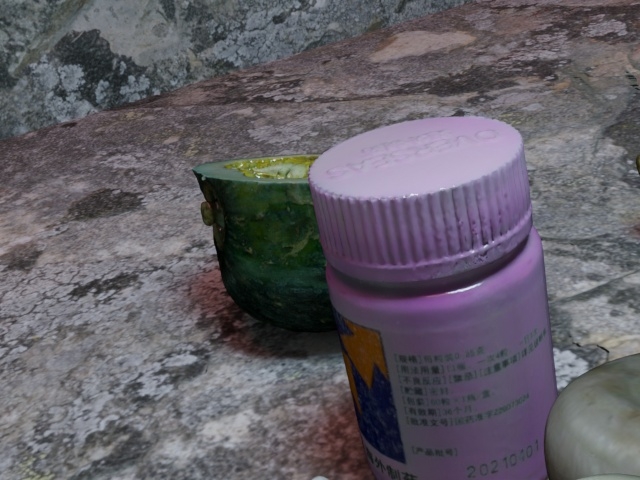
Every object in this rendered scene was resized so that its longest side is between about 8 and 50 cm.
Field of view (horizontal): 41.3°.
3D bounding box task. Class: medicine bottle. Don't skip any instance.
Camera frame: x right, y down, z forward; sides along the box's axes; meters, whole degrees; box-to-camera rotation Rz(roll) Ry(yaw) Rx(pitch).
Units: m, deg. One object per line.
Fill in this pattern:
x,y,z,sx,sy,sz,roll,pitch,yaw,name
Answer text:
0.099,0.060,0.706,0.178,0.291,0.178,-11,25,5,medicine bottle

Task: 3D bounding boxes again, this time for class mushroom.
0.277,0.113,0.567,0.243,0.243,0.243,-10,24,5,mushroom

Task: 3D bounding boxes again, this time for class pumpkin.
0.000,0.000,1.007,0.263,0.197,0.293,-11,15,-20,pumpkin

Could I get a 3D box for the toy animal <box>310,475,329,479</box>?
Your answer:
0.026,0.235,0.401,0.138,0.282,0.140,-41,28,-9,toy animal

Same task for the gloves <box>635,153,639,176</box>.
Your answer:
0.492,-0.032,0.906,0.331,0.141,0.154,29,72,42,gloves

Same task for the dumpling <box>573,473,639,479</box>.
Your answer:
0.172,0.202,0.427,0.250,0.162,0.132,15,45,21,dumpling
